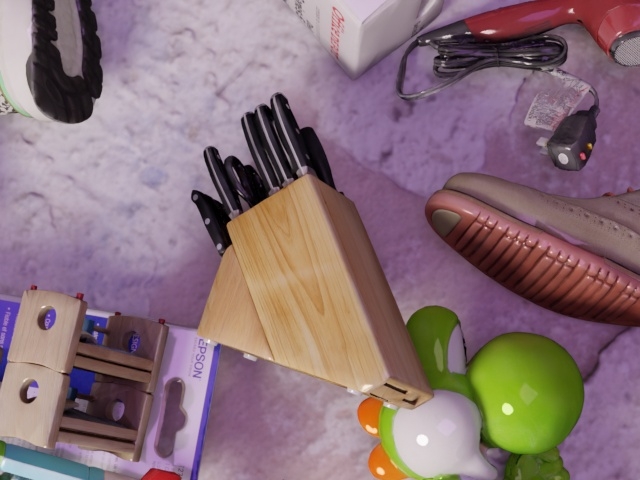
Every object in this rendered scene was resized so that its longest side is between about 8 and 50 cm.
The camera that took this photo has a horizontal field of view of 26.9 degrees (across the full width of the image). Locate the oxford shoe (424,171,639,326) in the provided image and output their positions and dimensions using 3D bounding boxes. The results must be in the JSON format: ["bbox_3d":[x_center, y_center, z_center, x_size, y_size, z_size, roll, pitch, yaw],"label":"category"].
[{"bbox_3d":[0.293,0.003,1.249,0.397,0.140,0.146,21,74,-6],"label":"oxford shoe"}]

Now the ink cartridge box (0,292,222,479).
[{"bbox_3d":[-0.284,0.141,1.253,0.371,0.069,0.176,9,82,4],"label":"ink cartridge box"}]

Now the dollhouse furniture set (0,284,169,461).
[{"bbox_3d":[-0.255,0.109,1.185,0.183,0.129,0.129,7,80,31],"label":"dollhouse furniture set"}]

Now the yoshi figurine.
[{"bbox_3d":[0.161,0.232,1.181,0.203,0.203,0.362,0,78,-27],"label":"yoshi figurine"}]

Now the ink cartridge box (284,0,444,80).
[{"bbox_3d":[-0.010,-0.303,1.244,0.115,0.198,0.273,-39,84,-5],"label":"ink cartridge box"}]

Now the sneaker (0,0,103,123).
[{"bbox_3d":[-0.333,-0.296,1.282,0.182,0.158,0.410,-11,77,16],"label":"sneaker"}]

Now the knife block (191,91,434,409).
[{"bbox_3d":[0.000,0.000,1.200,0.275,0.088,0.242,15,83,35],"label":"knife block"}]

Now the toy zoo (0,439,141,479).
[{"bbox_3d":[-0.235,0.285,1.187,0.293,0.030,0.192,20,106,-16],"label":"toy zoo"}]

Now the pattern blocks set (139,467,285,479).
[{"bbox_3d":[-0.070,0.372,1.189,0.285,0.026,0.325,11,88,-24],"label":"pattern blocks set"}]

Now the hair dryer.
[{"bbox_3d":[0.223,-0.222,1.278,0.223,0.080,0.293,30,71,23],"label":"hair dryer"}]
